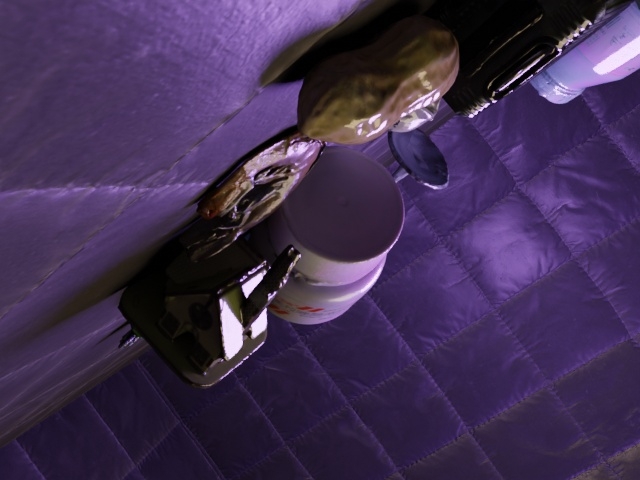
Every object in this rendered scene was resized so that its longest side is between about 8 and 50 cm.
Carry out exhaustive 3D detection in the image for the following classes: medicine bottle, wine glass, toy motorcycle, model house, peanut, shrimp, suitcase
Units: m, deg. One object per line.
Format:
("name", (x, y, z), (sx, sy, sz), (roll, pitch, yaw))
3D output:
("medicine bottle", (0.000, 0.000, 0.975), (0.256, 0.256, 0.325), (-36, 172, -25))
("medicine bottle", (0.605, -0.461, 1.163), (0.245, 0.245, 0.290), (-36, 180, -30))
("wine glass", (0.134, -0.103, 1.421), (0.406, 0.267, 0.267), (-41, 177, 40))
("toy motorcycle", (-0.419, 0.200, 1.319), (0.190, 0.074, 0.106), (-38, -171, 10))
("model house", (-0.147, 0.047, 0.821), (0.205, 0.218, 0.279), (-37, 166, -53))
("peanut", (0.061, -0.155, 0.516), (0.214, 0.090, 0.098), (-37, -168, -28))
("shrimp", (-0.095, -0.062, 0.704), (0.253, 0.058, 0.173), (-38, 172, 2))
("suitcase", (0.256, -0.274, 0.658), (0.202, 0.128, 0.312), (-37, 179, 44))

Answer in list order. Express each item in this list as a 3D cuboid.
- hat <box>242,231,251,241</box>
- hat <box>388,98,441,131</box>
("hat", (-0.117, -0.017, 1.336), (0.190, 0.078, 0.138), (-36, -179, -15))
("hat", (0.119, -0.208, 0.821), (0.166, 0.081, 0.122), (-26, 174, -14))
